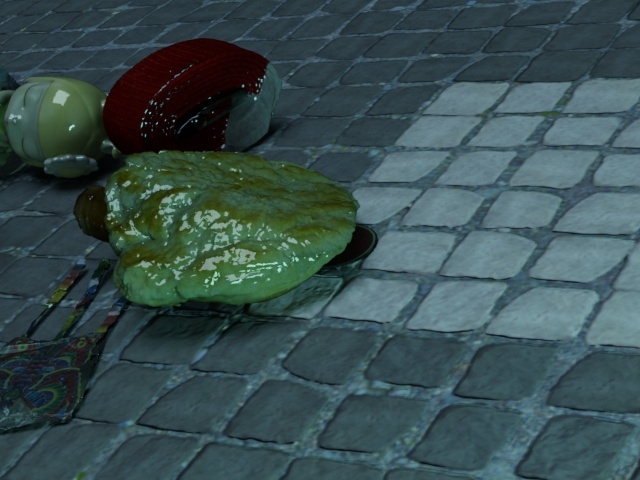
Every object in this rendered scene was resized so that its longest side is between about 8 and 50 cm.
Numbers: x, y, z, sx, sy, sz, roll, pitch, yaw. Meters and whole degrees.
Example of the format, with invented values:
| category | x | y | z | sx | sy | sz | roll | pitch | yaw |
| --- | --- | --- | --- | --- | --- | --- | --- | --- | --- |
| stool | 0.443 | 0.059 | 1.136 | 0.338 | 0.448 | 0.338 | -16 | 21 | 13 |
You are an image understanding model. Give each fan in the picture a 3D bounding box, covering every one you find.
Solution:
| category | x | y | z | sx | sy | sz | roll | pitch | yaw |
| --- | --- | --- | --- | --- | --- | --- | --- | --- | --- |
| fan | 0.000 | 0.000 | 1.322 | 0.085 | 0.005 | 0.133 | -31 | 31 | -25 |

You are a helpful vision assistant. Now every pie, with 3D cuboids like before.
| category | x | y | z | sx | sy | sz | roll | pitch | yaw |
| --- | --- | --- | --- | --- | --- | --- | --- | --- | --- |
| pie | -0.091 | -0.021 | 1.304 | 0.257 | 0.106 | 0.274 | -14 | 28 | -19 |

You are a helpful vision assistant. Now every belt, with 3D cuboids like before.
| category | x | y | z | sx | sy | sz | roll | pitch | yaw |
| --- | --- | --- | --- | --- | --- | --- | --- | --- | --- |
| belt | -0.155 | -0.161 | 1.575 | 0.201 | 0.128 | 0.124 | -32 | 32 | -26 |

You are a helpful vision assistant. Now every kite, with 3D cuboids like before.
| category | x | y | z | sx | sy | sz | roll | pitch | yaw |
| --- | --- | --- | --- | --- | --- | --- | --- | --- | --- |
| kite | -0.246 | 0.091 | 1.276 | 0.152 | 0.015 | 0.285 | -1 | 32 | 21 |

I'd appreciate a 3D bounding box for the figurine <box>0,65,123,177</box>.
| category | x | y | z | sx | sy | sz | roll | pitch | yaw |
| --- | --- | --- | --- | --- | --- | --- | --- | --- | --- |
| figurine | -0.404 | -0.157 | 1.684 | 0.394 | 0.227 | 0.274 | 5 | 5 | 24 |
